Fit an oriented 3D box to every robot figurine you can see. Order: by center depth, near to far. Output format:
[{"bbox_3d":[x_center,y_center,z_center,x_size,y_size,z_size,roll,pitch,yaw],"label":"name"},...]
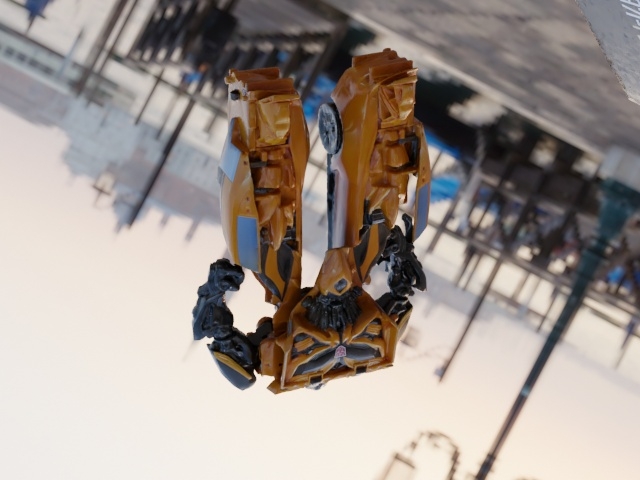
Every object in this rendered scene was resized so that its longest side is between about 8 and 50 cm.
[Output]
[{"bbox_3d":[0.000,0.000,1.081,0.211,0.291,0.085,-11,-152,-22],"label":"robot figurine"}]

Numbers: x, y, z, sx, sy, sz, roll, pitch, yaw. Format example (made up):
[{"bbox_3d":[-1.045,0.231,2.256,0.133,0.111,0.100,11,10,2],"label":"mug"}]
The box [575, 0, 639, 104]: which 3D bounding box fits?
[{"bbox_3d":[0.172,-0.150,0.502,0.077,0.180,0.147,31,167,46],"label":"box"}]
